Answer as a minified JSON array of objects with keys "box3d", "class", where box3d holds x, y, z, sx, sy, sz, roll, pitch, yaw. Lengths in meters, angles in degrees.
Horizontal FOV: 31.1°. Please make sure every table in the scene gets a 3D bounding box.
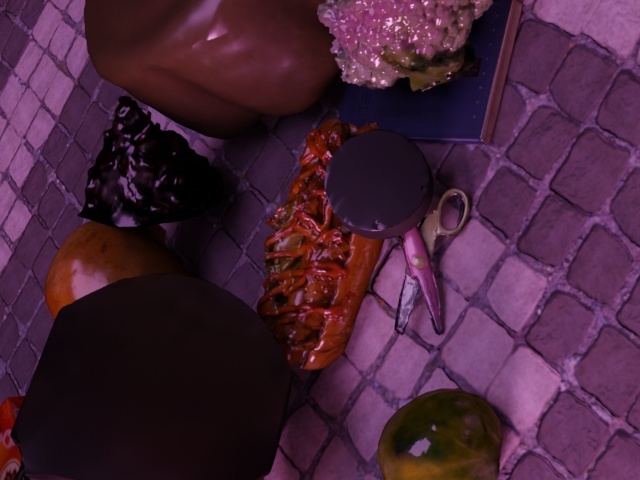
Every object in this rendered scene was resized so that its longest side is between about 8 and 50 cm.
[{"box3d":[0.073,-0.070,1.439,0.134,0.043,0.133,-3,75,12],"class":"table"}]

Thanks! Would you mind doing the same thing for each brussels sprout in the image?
[{"box3d":[0.126,0.240,1.318,0.149,0.122,0.151,-9,71,41],"class":"brussels sprout"}]

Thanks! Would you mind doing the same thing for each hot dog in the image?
[{"box3d":[0.000,0.000,1.530,0.158,0.117,0.348,20,91,43],"class":"hot dog"}]

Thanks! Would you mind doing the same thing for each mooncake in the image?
[{"box3d":[-0.134,-0.388,1.695,0.467,0.262,0.466,-26,53,41],"class":"mooncake"}]

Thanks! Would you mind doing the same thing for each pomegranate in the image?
[{"box3d":[-0.313,0.078,1.753,0.233,0.233,0.233,-18,64,41],"class":"pomegranate"}]

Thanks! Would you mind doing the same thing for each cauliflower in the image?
[{"box3d":[0.099,-0.325,1.478,0.315,0.239,0.256,-98,21,-48],"class":"cauliflower"}]

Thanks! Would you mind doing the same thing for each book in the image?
[{"box3d":[0.138,-0.225,1.541,0.269,0.025,0.190,8,82,46],"class":"book"}]

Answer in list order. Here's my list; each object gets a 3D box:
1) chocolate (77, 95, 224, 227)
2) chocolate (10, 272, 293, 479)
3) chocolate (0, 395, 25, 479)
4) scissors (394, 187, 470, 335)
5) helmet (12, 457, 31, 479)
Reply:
[{"box3d":[-0.256,-0.133,1.736,0.224,0.206,0.177,16,118,49],"class":"chocolate"},{"box3d":[-0.196,0.248,1.503,0.314,0.297,0.326,8,51,5],"class":"chocolate"},{"box3d":[-0.508,0.406,1.915,0.237,0.108,0.234,-51,45,22],"class":"chocolate"},{"box3d":[0.122,0.026,1.442,0.134,0.020,0.187,-2,82,14],"class":"scissors"},{"box3d":[-0.340,0.325,1.722,0.225,0.177,0.305,-58,30,29],"class":"helmet"}]
